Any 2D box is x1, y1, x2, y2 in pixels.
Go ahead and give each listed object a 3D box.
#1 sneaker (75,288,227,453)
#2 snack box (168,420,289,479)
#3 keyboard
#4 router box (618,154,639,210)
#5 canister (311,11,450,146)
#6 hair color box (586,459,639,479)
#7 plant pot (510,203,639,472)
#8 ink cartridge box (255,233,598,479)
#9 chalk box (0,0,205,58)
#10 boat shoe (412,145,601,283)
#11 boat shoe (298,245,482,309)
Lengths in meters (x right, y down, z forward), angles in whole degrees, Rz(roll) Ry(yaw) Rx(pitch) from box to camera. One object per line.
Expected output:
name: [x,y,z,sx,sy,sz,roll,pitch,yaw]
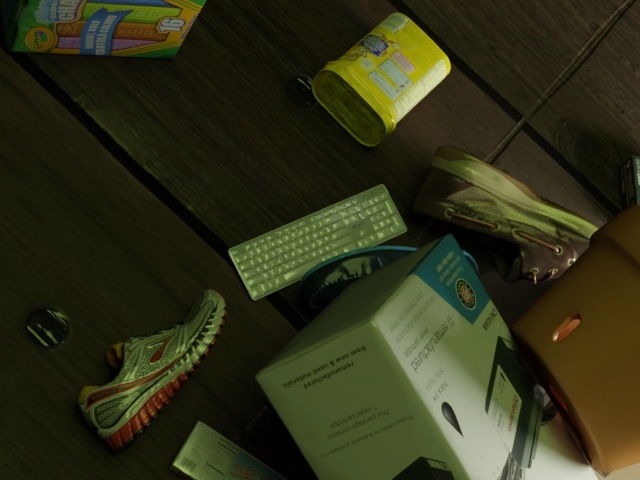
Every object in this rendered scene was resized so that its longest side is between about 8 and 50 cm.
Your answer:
sneaker: [-0.187,0.131,1.543,0.093,0.088,0.225,41,56,0]
snack box: [-0.083,0.282,1.555,0.178,0.022,0.064,35,56,-6]
keyboard: [0.000,0.000,1.737,0.256,0.014,0.072,-24,78,-31]
router box: [0.487,-0.058,1.975,0.092,0.038,0.122,10,62,-20]
canister: [0.086,-0.223,1.851,0.126,0.073,0.170,45,55,1]
hair color box: [0.379,0.271,1.708,0.185,0.110,0.338,-8,71,-16]
plant pot: [0.357,0.132,1.567,0.203,0.291,0.291,-32,81,-4]
ink cartridge box: [0.142,0.231,1.494,0.395,0.166,0.285,59,28,-6]
chalk box: [-0.303,-0.346,1.669,0.289,0.179,0.180,0,67,-24]
boat shoe: [0.277,0.003,1.819,0.342,0.123,0.123,30,87,-15]
boat shoe: [0.101,0.060,1.696,0.258,0.109,0.089,-6,58,-25]
